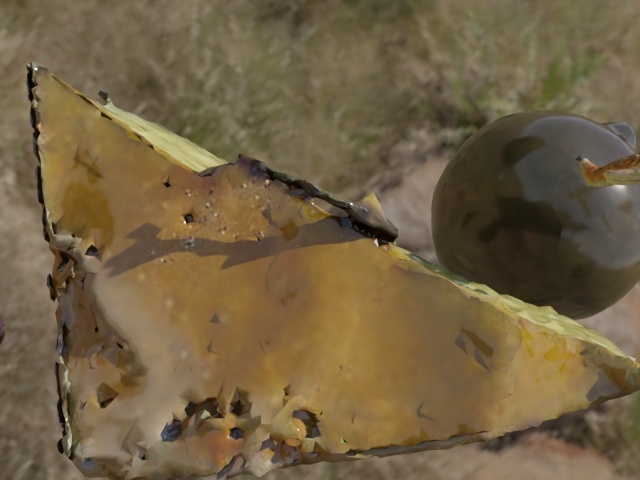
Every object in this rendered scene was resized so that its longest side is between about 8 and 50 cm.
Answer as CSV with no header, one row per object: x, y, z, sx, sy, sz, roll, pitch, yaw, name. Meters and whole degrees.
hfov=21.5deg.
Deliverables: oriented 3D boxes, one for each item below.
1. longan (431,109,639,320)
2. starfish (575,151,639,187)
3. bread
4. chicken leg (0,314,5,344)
0.169,-0.020,1.262,0.189,0.189,0.189,32,35,-27,longan
0.273,-0.083,0.992,0.050,0.247,0.138,64,7,-5,starfish
0.000,0.000,0.978,0.248,0.315,0.279,39,34,-79,bread
-0.326,0.052,1.262,0.205,0.093,0.053,33,33,-42,chicken leg
